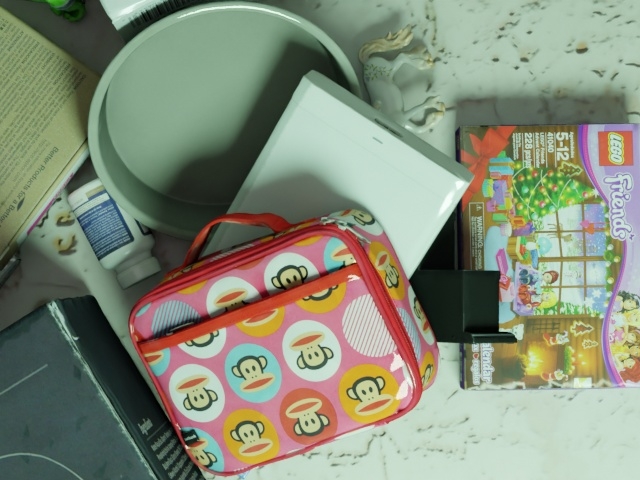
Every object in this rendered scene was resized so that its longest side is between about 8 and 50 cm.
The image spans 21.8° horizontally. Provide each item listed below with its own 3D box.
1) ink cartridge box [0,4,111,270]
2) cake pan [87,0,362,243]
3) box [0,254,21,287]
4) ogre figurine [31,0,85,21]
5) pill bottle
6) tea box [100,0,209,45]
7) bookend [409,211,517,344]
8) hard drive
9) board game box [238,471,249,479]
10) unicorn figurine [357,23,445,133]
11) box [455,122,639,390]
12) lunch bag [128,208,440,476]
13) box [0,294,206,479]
[{"bbox_3d":[-0.356,-0.115,1.803,0.193,0.088,0.234,36,77,-1],"label":"ink cartridge box"},{"bbox_3d":[-0.102,-0.131,1.772,0.293,0.054,0.293,-6,124,-8],"label":"cake pan"},{"bbox_3d":[-0.445,0.053,1.839,0.145,0.038,0.186,36,89,0],"label":"box"},{"bbox_3d":[-0.347,-0.310,1.812,0.097,0.118,0.197,-35,90,-2],"label":"ogre figurine"},{"bbox_3d":[-0.223,-0.009,1.829,0.067,0.067,0.120,-27,88,-2],"label":"pill bottle"},{"bbox_3d":[-0.132,-0.424,1.767,0.329,0.220,0.323,-26,88,-2],"label":"tea box"},{"bbox_3d":[0.129,0.032,1.786,0.072,0.156,0.157,2,87,-43],"label":"bookend"},{"bbox_3d":[0.000,0.000,1.770,0.203,0.040,0.307,33,116,5],"label":"hard drive"},{"bbox_3d":[-0.096,0.203,1.848,0.090,0.020,0.090,34,87,1],"label":"board game box"},{"bbox_3d":[0.080,-0.151,1.848,0.111,0.060,0.162,-13,72,-1],"label":"unicorn figurine"},{"bbox_3d":[0.253,0.018,1.839,0.201,0.057,0.293,-1,88,-1],"label":"box"},{"bbox_3d":[-0.044,0.089,1.735,0.293,0.120,0.258,-22,97,23],"label":"lunch bag"},{"bbox_3d":[-0.329,0.376,1.699,0.480,0.297,0.472,-31,91,0],"label":"box"}]
